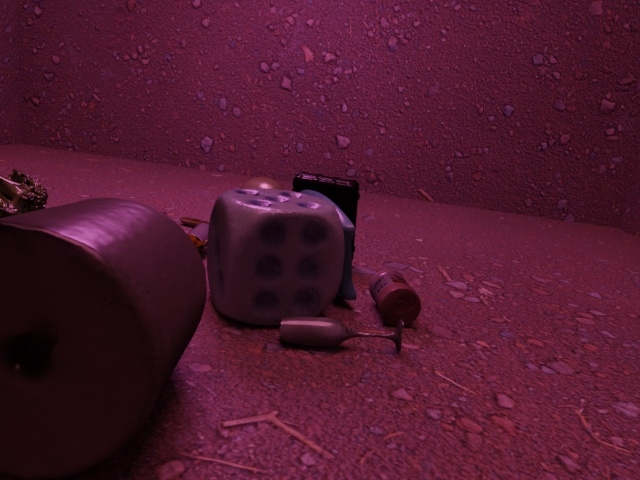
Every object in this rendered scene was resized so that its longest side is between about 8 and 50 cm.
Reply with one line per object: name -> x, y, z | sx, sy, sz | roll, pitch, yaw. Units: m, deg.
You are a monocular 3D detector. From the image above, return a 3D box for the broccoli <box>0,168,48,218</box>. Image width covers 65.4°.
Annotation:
broccoli -> -0.920, -0.101, 1.392 | 0.260, 0.235, 0.288 | 28, -3, -32

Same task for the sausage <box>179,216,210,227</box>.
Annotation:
sausage -> -0.399, -0.051, 1.809 | 0.269, 0.032, 0.033 | 12, 15, 19

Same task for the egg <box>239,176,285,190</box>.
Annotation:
egg -> -0.239, -0.161, 2.008 | 0.189, 0.188, 0.254 | -3, 7, -36

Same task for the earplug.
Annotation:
earplug -> -0.336, 0.088, 0.737 | 0.313, 0.312, 0.394 | 7, 13, -2

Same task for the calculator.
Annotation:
calculator -> 0.000, 0.000, 1.362 | 0.055, 0.256, 0.386 | -9, 22, -16

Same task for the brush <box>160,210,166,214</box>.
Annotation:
brush -> -0.555, -0.046, 1.666 | 0.065, 0.070, 0.327 | -6, 15, -10

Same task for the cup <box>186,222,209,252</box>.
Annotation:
cup -> -0.360, 0.003, 1.517 | 0.104, 0.074, 0.116 | 29, 24, -3

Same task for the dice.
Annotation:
dice -> -0.112, 0.030, 1.162 | 0.265, 0.267, 0.262 | 2, 16, -23

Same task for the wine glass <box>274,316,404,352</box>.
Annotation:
wine glass -> 0.037, 0.188, 1.020 | 0.262, 0.074, 0.074 | 4, 14, -5

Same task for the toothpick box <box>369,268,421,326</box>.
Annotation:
toothpick box -> 0.179, 0.138, 1.223 | 0.099, 0.098, 0.149 | 5, 13, -7

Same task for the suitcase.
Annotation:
suitcase -> 0.011, -0.062, 1.547 | 0.206, 0.285, 0.066 | 11, 29, 16

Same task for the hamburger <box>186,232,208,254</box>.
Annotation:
hamburger -> -0.405, 0.032, 1.360 | 0.164, 0.093, 0.190 | 15, 14, 35
